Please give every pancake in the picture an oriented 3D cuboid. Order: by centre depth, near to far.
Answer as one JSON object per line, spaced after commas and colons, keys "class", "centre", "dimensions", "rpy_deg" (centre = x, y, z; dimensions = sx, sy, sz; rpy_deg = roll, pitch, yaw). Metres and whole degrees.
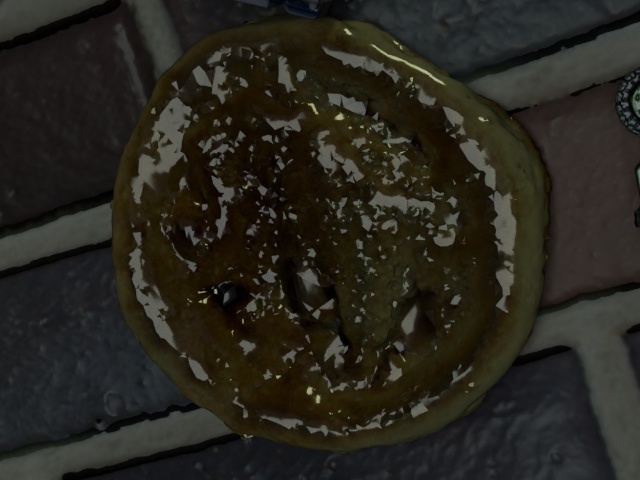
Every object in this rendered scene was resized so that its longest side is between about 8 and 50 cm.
{"class": "pancake", "centre": [0.001, 0.000, 1.089], "dimensions": [0.356, 0.065, 0.356], "rpy_deg": [2, 98, 14]}

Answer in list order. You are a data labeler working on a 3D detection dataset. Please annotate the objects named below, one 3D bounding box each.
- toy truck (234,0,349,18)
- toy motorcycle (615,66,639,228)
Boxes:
{"class": "toy truck", "centre": [-0.099, -0.265, 1.052], "dimensions": [0.267, 0.124, 0.155], "rpy_deg": [15, 107, 14]}
{"class": "toy motorcycle", "centre": [0.271, -0.035, 0.998], "dimensions": [0.106, 0.074, 0.190], "rpy_deg": [-12, 94, 11]}
